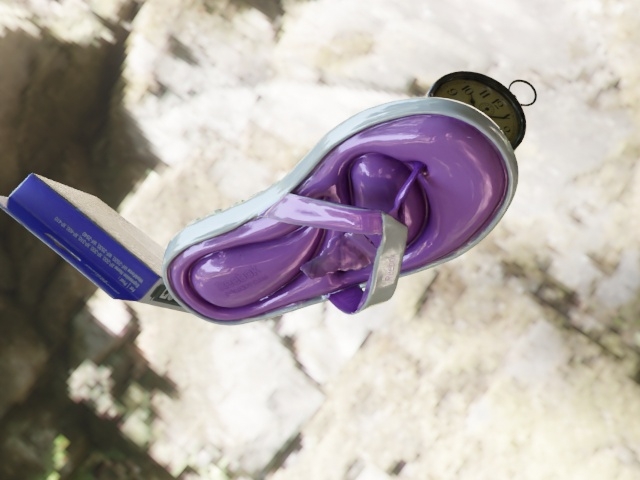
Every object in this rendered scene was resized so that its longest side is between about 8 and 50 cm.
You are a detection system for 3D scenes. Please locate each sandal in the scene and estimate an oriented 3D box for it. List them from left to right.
[{"bbox_3d":[0.012,0.009,1.464,0.416,0.169,0.102,-29,32,43],"label":"sandal"}]

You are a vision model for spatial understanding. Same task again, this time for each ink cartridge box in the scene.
[{"bbox_3d":[-0.237,0.004,1.806,0.045,0.206,0.208,-56,-22,7],"label":"ink cartridge box"}]

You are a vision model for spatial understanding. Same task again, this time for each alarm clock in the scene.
[{"bbox_3d":[0.198,-0.150,2.026,0.192,0.129,0.064,-31,-18,-29],"label":"alarm clock"}]
